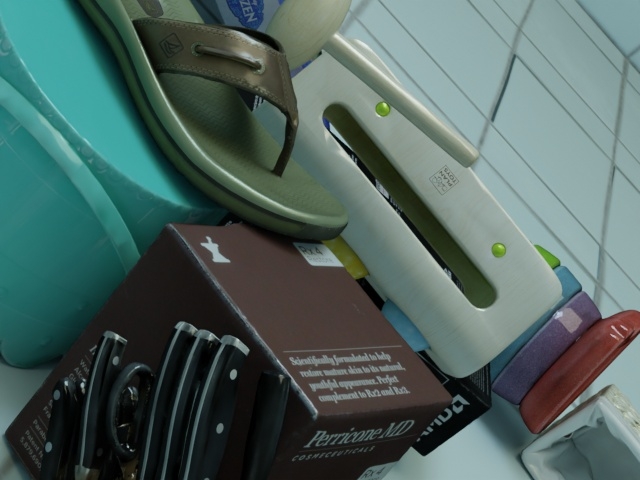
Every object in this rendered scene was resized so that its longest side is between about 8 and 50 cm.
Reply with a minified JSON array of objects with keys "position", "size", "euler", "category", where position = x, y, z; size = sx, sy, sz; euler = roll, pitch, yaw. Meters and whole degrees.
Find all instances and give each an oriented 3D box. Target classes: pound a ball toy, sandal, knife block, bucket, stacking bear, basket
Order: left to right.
[{"position":[-0.196,-0.066,1.113],"size":[0.281,0.183,0.281],"euler":[39,27,-24],"category":"bucket"},{"position":[-0.083,0.194,0.870],"size":[0.088,0.242,0.275],"euler":[15,43,-51],"category":"knife block"},{"position":[-0.077,-0.126,1.073],"size":[0.303,0.086,0.120],"euler":[56,25,9],"category":"sandal"},{"position":[0.045,-0.039,1.240],"size":[0.319,0.136,0.208],"euler":[50,-5,-4],"category":"pound a ball toy"},{"position":[0.174,0.047,1.629],"size":[0.289,0.164,0.175],"euler":[44,14,13],"category":"stacking bear"},{"position":[0.307,0.244,1.627],"size":[0.167,0.113,0.103],"euler":[52,22,2],"category":"basket"}]

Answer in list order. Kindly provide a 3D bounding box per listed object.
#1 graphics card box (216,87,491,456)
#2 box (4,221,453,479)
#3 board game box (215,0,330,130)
[{"position":[0.000,0.000,1.414],"size":[0.371,0.094,0.233],"euler":[40,26,-19],"category":"graphics card box"},{"position":[-0.062,0.118,1.032],"size":[0.167,0.203,0.168],"euler":[51,25,25],"category":"box"},{"position":[-0.070,-0.306,1.643],"size":[0.318,0.066,0.318],"euler":[-96,168,-50],"category":"board game box"}]
